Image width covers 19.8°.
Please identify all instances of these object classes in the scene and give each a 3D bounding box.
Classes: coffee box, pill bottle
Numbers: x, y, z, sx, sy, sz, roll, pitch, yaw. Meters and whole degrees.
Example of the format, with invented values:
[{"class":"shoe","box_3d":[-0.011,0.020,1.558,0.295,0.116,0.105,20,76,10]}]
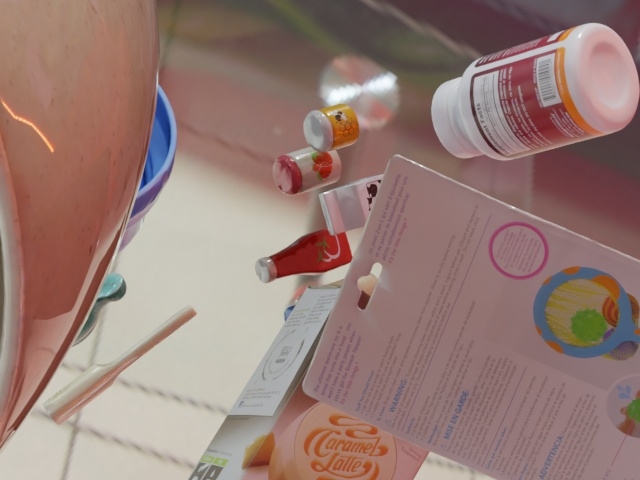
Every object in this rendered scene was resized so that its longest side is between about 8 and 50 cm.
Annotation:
[{"class":"coffee box","box_3d":[-0.002,0.175,1.537,0.141,0.098,0.246,37,74,-20]},{"class":"pill bottle","box_3d":[0.164,-0.111,1.429,0.086,0.152,0.086,13,71,-43]}]

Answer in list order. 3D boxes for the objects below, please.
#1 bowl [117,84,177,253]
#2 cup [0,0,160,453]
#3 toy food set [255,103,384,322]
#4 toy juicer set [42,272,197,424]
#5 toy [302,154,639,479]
[{"class":"bowl","box_3d":[-0.312,-0.089,1.471,0.391,0.077,0.391,12,32,-7]},{"class":"cup","box_3d":[-0.196,-0.071,0.727,0.331,0.331,0.237,40,35,4]},{"class":"toy food set","box_3d":[0.000,0.000,1.681,0.104,0.111,0.232,-19,96,-32]},{"class":"toy juicer set","box_3d":[-0.310,0.093,1.968,0.209,0.329,0.089,-51,131,-21]},{"class":"toy","box_3d":[0.125,0.058,0.872,0.237,0.137,0.056,25,26,9]}]
